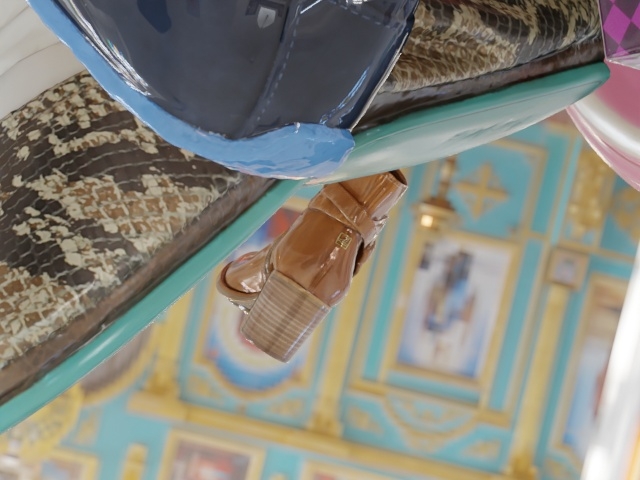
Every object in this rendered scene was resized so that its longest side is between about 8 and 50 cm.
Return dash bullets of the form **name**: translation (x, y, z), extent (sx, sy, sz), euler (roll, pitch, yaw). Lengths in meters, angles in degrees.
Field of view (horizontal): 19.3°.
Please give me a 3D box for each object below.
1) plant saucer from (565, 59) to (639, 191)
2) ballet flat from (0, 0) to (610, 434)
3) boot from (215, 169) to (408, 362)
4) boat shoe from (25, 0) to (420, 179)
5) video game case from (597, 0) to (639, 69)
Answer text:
- **plant saucer**: translation (0.248, -0.168, 1.156), extent (0.084, 0.332, 0.332), euler (-10, -162, -43)
- **ballet flat**: translation (-0.038, -0.078, 0.833), extent (0.164, 0.182, 0.483), euler (-29, -179, 42)
- **boot**: translation (0.000, 0.000, 1.343), extent (0.073, 0.152, 0.197), euler (33, -175, -15)
- **boat shoe**: translation (-0.062, -0.123, 0.501), extent (0.258, 0.089, 0.109), euler (43, -160, 18)
- **video game case**: translation (0.180, -0.187, 0.891), extent (0.041, 0.232, 0.210), euler (-12, 172, 33)
